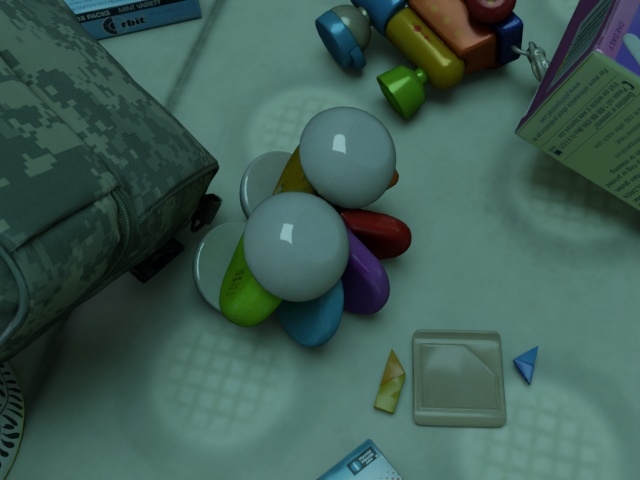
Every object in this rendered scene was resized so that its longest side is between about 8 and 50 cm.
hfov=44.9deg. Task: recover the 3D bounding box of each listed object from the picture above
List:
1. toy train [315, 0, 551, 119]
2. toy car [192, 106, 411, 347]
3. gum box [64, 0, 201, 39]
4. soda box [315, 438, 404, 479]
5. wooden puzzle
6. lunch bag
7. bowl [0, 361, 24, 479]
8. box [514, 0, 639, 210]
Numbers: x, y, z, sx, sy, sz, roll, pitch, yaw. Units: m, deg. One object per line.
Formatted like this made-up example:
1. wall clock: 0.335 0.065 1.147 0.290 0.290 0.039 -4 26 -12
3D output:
1. toy train: 0.116 -0.159 0.695 0.143 0.105 0.248 -38 71 0
2. toy car: 0.000 0.000 0.589 0.136 0.159 0.182 38 63 -17
3. gum box: -0.219 -0.296 0.818 0.157 0.041 0.184 -14 61 -4
4. soda box: -0.020 0.212 0.498 0.183 0.058 0.063 -34 63 -16
5. wooden puzzle: 0.102 0.103 0.581 0.116 0.014 0.078 7 65 8
6. lunch bag: -0.237 -0.077 0.543 0.305 0.212 0.256 47 41 -4
7. bowl: -0.311 0.129 0.553 0.170 0.080 0.170 -2 61 3
8. box: 0.314 -0.123 0.599 0.243 0.117 0.213 32 64 -1
